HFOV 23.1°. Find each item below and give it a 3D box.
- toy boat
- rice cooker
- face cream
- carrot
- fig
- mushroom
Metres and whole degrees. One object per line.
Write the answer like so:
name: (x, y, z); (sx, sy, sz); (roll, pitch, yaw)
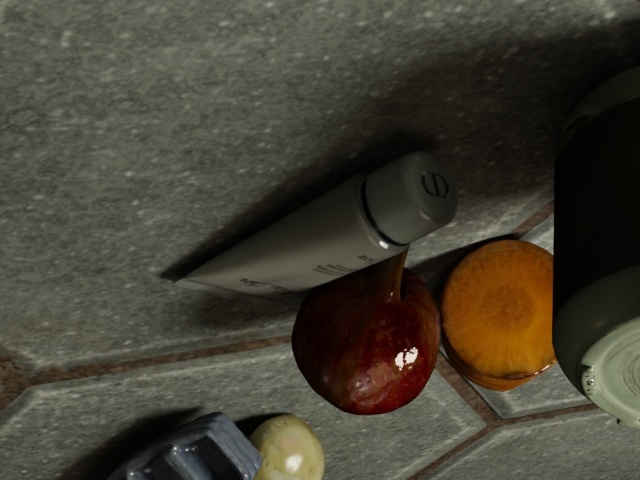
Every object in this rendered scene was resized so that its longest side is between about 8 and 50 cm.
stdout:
toy boat: (-0.197, 0.317, 1.997); (0.283, 0.127, 0.078); (-34, -169, 34)
rice cooker: (0.389, -0.003, 1.526); (0.335, 0.325, 0.335); (4, 147, 3)
face cream: (0.000, 0.000, 1.609); (0.314, 0.089, 0.143); (-25, 154, 38)
carrot: (0.218, 0.110, 1.845); (0.159, 0.159, 0.225); (-15, 161, -2)
fig: (0.056, 0.085, 1.684); (0.175, 0.175, 0.207); (-7, 148, -16)
mushroom: (-0.055, 0.296, 2.051); (0.148, 0.112, 0.148); (-25, 125, -42)
